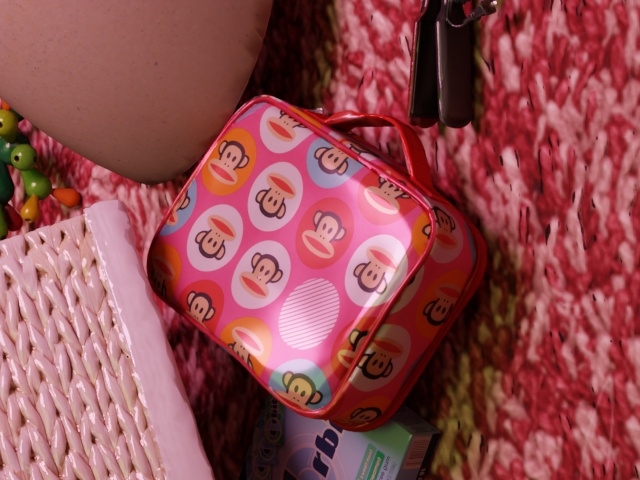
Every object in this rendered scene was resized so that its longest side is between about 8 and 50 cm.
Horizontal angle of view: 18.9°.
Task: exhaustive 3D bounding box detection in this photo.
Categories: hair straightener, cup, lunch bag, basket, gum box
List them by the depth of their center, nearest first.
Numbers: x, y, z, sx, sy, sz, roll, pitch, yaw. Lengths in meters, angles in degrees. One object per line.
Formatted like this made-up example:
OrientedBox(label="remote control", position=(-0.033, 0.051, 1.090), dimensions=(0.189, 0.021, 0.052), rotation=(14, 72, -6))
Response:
OrientedBox(label="hair straightener", position=(0.127, -0.210, 1.664), dimensions=(0.089, 0.047, 0.230), rotation=(8, 90, 46))
OrientedBox(label="lunch bag", position=(0.000, 0.000, 1.713), dimensions=(0.293, 0.120, 0.258), rotation=(39, 101, 39))
OrientedBox(label="gum box", position=(0.014, 0.199, 1.766), dimensions=(0.184, 0.041, 0.157), rotation=(36, 115, 42))
OrientedBox(label="basket", position=(-0.252, 0.199, 1.791), dimensions=(0.328, 0.266, 0.331), rotation=(95, 155, -64))
OrientedBox(label="cup", position=(-0.226, -0.242, 1.830), dimensions=(0.331, 0.237, 0.331), rotation=(-31, 51, 48))

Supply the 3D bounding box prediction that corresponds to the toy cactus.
OrientedBox(label="toy cactus", position=(-0.332, -0.108, 2.113), dimensions=(0.180, 0.112, 0.219), rotation=(-156, 70, -64))
